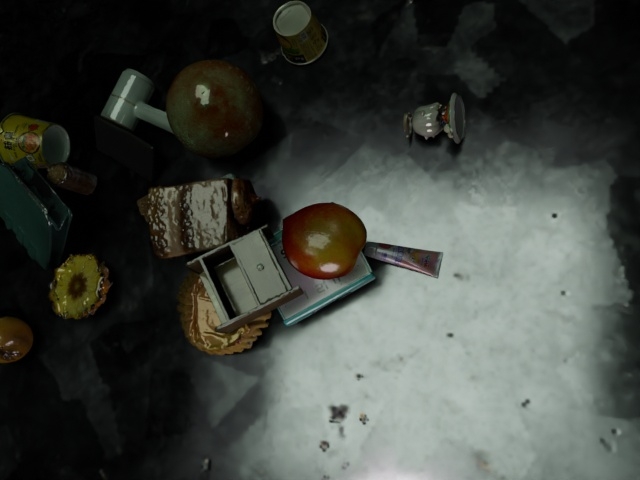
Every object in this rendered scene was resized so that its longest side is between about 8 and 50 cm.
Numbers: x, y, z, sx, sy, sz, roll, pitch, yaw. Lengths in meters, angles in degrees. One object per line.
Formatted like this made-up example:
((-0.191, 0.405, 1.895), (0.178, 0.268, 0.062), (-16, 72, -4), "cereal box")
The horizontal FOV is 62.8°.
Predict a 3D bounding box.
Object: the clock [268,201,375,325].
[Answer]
((-0.018, 0.062, 1.367), (0.262, 0.116, 0.231), (-31, 77, 8), "clock")

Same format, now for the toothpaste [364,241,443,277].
((0.210, 0.042, 1.341), (0.194, 0.043, 0.067), (12, 79, 12), "toothpaste")

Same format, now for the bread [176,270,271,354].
((-0.263, 0.169, 1.386), (0.274, 0.149, 0.274), (-1, 81, 8), "bread")

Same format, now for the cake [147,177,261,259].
((-0.294, -0.060, 1.417), (0.292, 0.196, 0.199), (-6, 87, 9), "cake")

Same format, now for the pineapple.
((-0.702, 0.136, 1.549), (0.224, 0.076, 0.225), (-4, 75, 17), "pineapple")

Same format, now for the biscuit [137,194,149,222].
((-0.495, -0.099, 1.575), (0.129, 0.019, 0.119), (21, 84, 18), "biscuit")

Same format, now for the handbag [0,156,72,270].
((-0.848, -0.085, 1.563), (0.269, 0.100, 0.274), (45, 135, 11), "handbag")

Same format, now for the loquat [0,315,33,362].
((-0.922, 0.290, 1.538), (0.141, 0.141, 0.141), (-3, 77, 15), "loquat")

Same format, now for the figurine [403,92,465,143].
((0.288, -0.308, 1.364), (0.153, 0.132, 0.132), (-1, 77, 28), "figurine")

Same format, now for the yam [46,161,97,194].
((-0.756, -0.187, 1.603), (0.079, 0.141, 0.079), (-3, 79, 15), "yam")

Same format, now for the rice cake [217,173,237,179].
((-0.338, -0.140, 1.534), (0.207, 0.033, 0.033), (-25, 71, 9), "rice cake")

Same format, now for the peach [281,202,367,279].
((0.000, 0.000, 1.217), (0.197, 0.197, 0.197), (-3, 77, 15), "peach")

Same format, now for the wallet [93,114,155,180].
((-0.596, -0.284, 1.602), (0.244, 0.025, 0.124), (30, 132, 18), "wallet")

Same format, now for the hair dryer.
((-0.485, -0.383, 1.609), (0.357, 0.107, 0.173), (25, 88, 10), "hair dryer")

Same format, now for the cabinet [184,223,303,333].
((-0.175, 0.092, 1.241), (0.215, 0.148, 0.175), (-26, 79, -5), "cabinet")

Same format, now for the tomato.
((-0.293, -0.362, 1.451), (0.270, 0.222, 0.270), (0, 94, -3), "tomato")

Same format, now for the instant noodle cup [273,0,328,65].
((-0.062, -0.605, 1.515), (0.151, 0.122, 0.152), (-4, 75, 13), "instant noodle cup")

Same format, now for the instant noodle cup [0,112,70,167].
((-0.896, -0.305, 1.658), (0.144, 0.182, 0.182), (7, 80, 8), "instant noodle cup")
